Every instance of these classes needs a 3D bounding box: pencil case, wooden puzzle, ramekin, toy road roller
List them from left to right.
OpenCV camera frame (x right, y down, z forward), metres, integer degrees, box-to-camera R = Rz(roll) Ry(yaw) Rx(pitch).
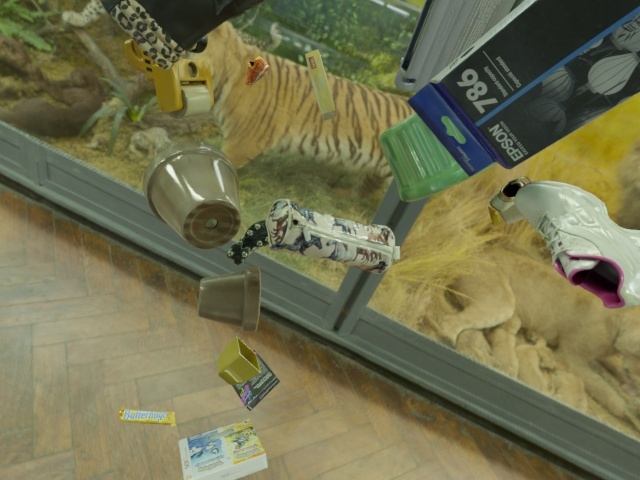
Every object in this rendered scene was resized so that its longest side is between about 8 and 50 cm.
[{"bbox_3d":[-0.530,-0.596,1.487,0.240,0.330,0.202,6,22,25],"label":"toy road roller"},{"bbox_3d":[0.042,-0.007,1.321,0.410,0.160,0.183,14,6,-26],"label":"pencil case"},{"bbox_3d":[0.267,-0.217,0.870,0.303,0.303,0.148,-39,101,-49],"label":"ramekin"},{"bbox_3d":[0.446,-0.076,1.008,0.116,0.014,0.079,-12,64,-6],"label":"wooden puzzle"}]

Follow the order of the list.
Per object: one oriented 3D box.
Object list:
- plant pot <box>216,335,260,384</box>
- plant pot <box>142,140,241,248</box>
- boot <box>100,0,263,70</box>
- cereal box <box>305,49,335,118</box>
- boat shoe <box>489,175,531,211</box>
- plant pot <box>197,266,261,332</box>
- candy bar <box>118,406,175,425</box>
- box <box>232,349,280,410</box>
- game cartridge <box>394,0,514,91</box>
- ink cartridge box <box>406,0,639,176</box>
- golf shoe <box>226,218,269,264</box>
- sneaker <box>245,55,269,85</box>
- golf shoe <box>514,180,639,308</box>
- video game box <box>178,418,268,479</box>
[{"bbox_3d":[-0.211,0.308,1.065,0.081,0.083,0.081,53,-1,-27],"label":"plant pot"},{"bbox_3d":[-0.397,-0.127,1.422,0.323,0.323,0.280,-4,36,-30],"label":"plant pot"},{"bbox_3d":[-0.277,-0.521,0.734,0.377,0.284,0.138,52,16,-19],"label":"boot"},{"bbox_3d":[0.002,-0.467,1.317,0.047,0.173,0.240,-16,10,5],"label":"cereal box"},{"bbox_3d":[0.421,-0.108,0.924,0.135,0.045,0.050,-35,70,-31],"label":"boat shoe"},{"bbox_3d":[-0.363,0.230,1.696,0.229,0.263,0.263,5,41,-15],"label":"plant pot"},{"bbox_3d":[-0.456,0.465,1.129,0.161,0.018,0.040,28,31,-41],"label":"candy bar"},{"bbox_3d":[-0.199,0.405,1.251,0.116,0.029,0.162,-43,31,-13],"label":"box"},{"bbox_3d":[0.340,-0.530,1.040,0.230,0.355,0.068,-12,55,-25],"label":"game cartridge"},{"bbox_3d":[0.279,-0.211,0.536,0.165,0.332,0.065,44,40,-13],"label":"ink cartridge box"},{"bbox_3d":[-0.279,-0.012,1.806,0.105,0.273,0.120,53,15,-11],"label":"golf shoe"},{"bbox_3d":[-0.244,-0.633,1.596,0.067,0.175,0.064,47,64,-16],"label":"sneaker"},{"bbox_3d":[0.453,-0.003,0.758,0.140,0.115,0.306,-24,46,-18],"label":"golf shoe"},{"bbox_3d":[-0.263,0.564,1.132,0.205,0.048,0.187,-10,13,-22],"label":"video game box"}]
